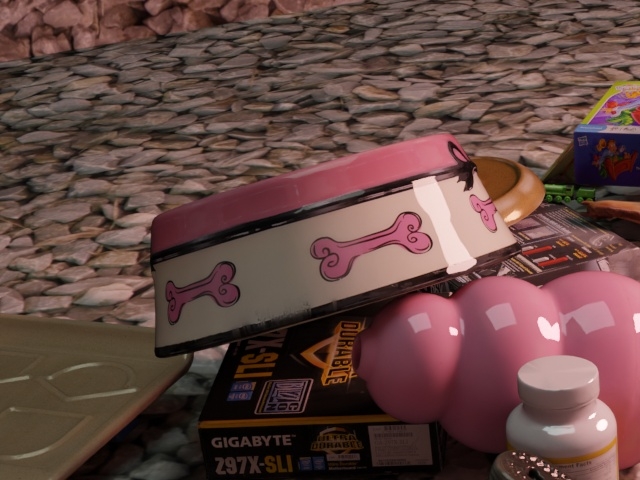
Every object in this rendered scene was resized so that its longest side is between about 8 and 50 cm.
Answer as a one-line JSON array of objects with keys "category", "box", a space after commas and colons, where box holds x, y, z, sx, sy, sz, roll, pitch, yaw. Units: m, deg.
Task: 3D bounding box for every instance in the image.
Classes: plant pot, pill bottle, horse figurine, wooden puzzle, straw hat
[{"category": "plant pot", "box": [0.177, -0.060, 2.268, 0.236, 0.032, 0.236, -12, 23, 5]}, {"category": "pill bottle", "box": [0.225, 0.205, 1.594, 0.103, 0.184, 0.103, -6, 21, 2]}, {"category": "horse figurine", "box": [0.477, -0.008, 2.155, 0.174, 0.066, 0.263, 12, 12, -40]}, {"category": "wooden puzzle", "box": [-0.351, 0.205, 1.937, 0.322, 0.080, 0.348, 3, 28, 26]}, {"category": "straw hat", "box": [0.386, -0.114, 2.542, 0.061, 0.144, 0.144, 39, 31, 2]}]

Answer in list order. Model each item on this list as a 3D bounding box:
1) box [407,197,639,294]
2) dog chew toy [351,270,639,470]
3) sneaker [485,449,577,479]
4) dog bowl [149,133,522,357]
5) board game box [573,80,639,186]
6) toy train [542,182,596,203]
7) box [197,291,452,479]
[{"category": "box", "box": [0.233, 0.022, 2.220, 0.242, 0.076, 0.307, -14, 22, -18]}, {"category": "dog chew toy", "box": [0.196, 0.126, 1.718, 0.332, 0.206, 0.206, 5, 19, -12]}, {"category": "sneaker", "box": [0.231, 0.295, 1.520, 0.227, 0.130, 0.087, 30, 32, 13]}, {"category": "dog bowl", "box": [0.000, 0.000, 1.841, 0.408, 0.150, 0.408, -16, -1, 0]}, {"category": "board game box", "box": [0.539, -0.141, 2.306, 0.347, 0.078, 0.233, 3, 23, 23]}, {"category": "toy train", "box": [0.325, -0.063, 2.276, 0.083, 0.023, 0.017, 5, 21, 20]}, {"category": "box", "box": [0.018, 0.159, 1.934, 0.257, 0.079, 0.322, -5, 21, 10]}]
